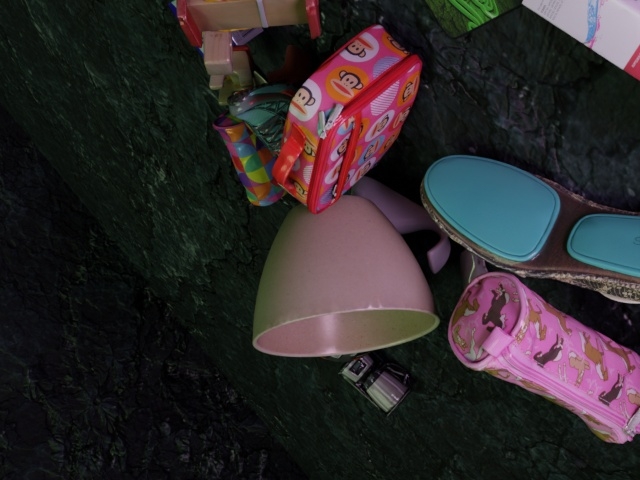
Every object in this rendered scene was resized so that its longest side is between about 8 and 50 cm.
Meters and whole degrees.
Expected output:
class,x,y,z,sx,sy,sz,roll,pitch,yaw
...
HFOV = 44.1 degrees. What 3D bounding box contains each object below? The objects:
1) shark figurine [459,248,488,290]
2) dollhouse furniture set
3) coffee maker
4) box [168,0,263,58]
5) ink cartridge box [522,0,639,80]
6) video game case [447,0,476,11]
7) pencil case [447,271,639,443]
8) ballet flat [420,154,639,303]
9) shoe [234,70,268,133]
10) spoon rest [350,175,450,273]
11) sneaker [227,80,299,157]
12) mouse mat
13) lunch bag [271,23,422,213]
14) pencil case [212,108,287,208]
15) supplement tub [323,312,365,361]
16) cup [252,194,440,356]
class,x,y,z,sx,sy,sz,roll,pitch,yaw
shark figurine,0.331,0.151,1.472,0.278,0.116,0.166,44,156,6
dollhouse furniture set,-0.098,-0.356,1.275,0.201,0.152,0.374,-3,171,2
coffee maker,0.137,0.370,2.076,0.178,0.120,0.171,42,155,8
box,-0.194,-0.412,1.460,0.137,0.072,0.126,4,132,55
ink cartridge box,0.325,-0.262,0.839,0.175,0.127,0.072,38,153,13
video game case,0.185,-0.391,0.982,0.173,0.022,0.190,53,153,-15
pencil case,0.375,0.190,1.256,0.386,0.160,0.167,30,166,-27
ballet flat,0.368,0.010,1.176,0.482,0.164,0.182,21,162,37
shoe,-0.131,-0.280,1.556,0.219,0.076,0.058,53,159,-11
spoon rest,0.153,-0.038,1.515,0.276,0.084,0.137,39,156,44
sneaker,-0.057,-0.197,1.381,0.104,0.261,0.125,-15,78,33
mouse mat,0.165,-0.359,1.024,0.190,0.007,0.152,51,153,-14
lunch bag,0.026,-0.177,1.262,0.120,0.258,0.293,43,156,13
pencil case,-0.150,-0.181,1.713,0.104,0.104,0.236,22,145,39
supplement tub,0.068,0.147,1.744,0.207,0.207,0.338,43,155,5
cup,0.033,0.057,1.424,0.331,0.330,0.237,127,140,-64
